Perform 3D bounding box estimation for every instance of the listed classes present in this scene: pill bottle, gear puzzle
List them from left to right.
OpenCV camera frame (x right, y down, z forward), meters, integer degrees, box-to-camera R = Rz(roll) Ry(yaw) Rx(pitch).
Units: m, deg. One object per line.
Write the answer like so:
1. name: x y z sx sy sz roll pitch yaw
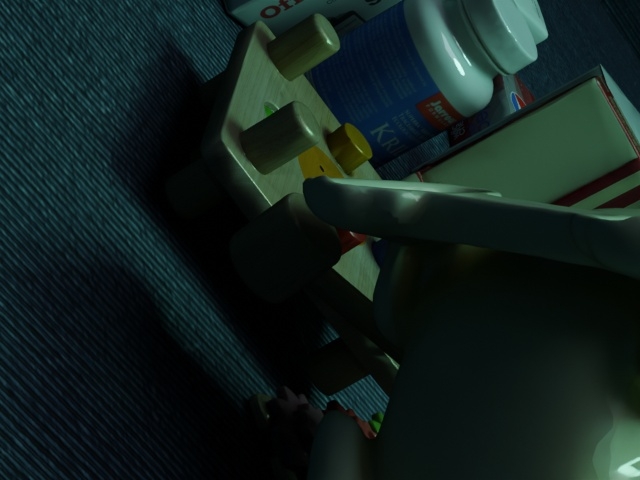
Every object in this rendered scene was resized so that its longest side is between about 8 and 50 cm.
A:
1. gear puzzle: 0.066 0.207 1.476 0.339 0.044 0.175 23 42 -60
2. pill bottle: 0.079 -0.151 1.731 0.124 0.221 0.124 49 23 -30

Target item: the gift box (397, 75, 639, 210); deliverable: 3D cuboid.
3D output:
1. gift box: 0.205 0.010 1.778 0.255 0.258 0.276 62 10 5

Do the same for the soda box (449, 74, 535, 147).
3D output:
1. soda box: 0.207 -0.095 2.180 0.092 0.083 0.263 47 25 -34

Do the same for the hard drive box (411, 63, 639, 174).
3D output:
1. hard drive box: 0.242 -0.048 1.980 0.181 0.232 0.089 46 25 -39

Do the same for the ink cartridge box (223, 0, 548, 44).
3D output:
1. ink cartridge box: 0.055 -0.249 1.828 0.289 0.211 0.121 32 36 -53

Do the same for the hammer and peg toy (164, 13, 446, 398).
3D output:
1. hammer and peg toy: 0.000 0.000 1.459 0.266 0.127 0.361 52 20 -20

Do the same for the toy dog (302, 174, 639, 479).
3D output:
1. toy dog: 0.136 0.175 1.263 0.395 0.284 0.408 2 97 -63
